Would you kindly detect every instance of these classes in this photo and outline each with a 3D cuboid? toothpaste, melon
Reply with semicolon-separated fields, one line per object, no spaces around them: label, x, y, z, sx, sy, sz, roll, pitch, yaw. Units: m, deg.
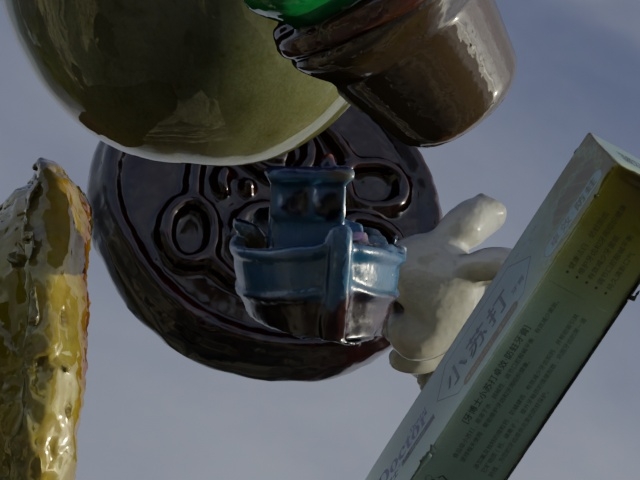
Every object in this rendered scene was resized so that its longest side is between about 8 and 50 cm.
toothpaste;0.139;0.079;1.344;0.071;0.312;0.089;28;14;-15
melon;-0.070;-0.210;1.186;0.269;0.268;0.330;10;-76;30

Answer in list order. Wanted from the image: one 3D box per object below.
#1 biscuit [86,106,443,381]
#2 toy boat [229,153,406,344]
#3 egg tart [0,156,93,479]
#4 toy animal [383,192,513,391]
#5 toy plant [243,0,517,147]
biscuit;-0.053;-0.037;2.120;0.407;0.407;0.091;30;-36;2
toy boat;0.000;0.000;1.072;0.100;0.097;0.223;1;3;-7
egg tart;-0.218;0.111;1.225;0.132;0.341;0.341;7;-32;-9
toy animal;0.138;0.063;1.910;0.193;0.179;0.127;73;-7;-45
toy plant;0.012;-0.135;0.889;0.105;0.143;0.200;-20;-62;41
